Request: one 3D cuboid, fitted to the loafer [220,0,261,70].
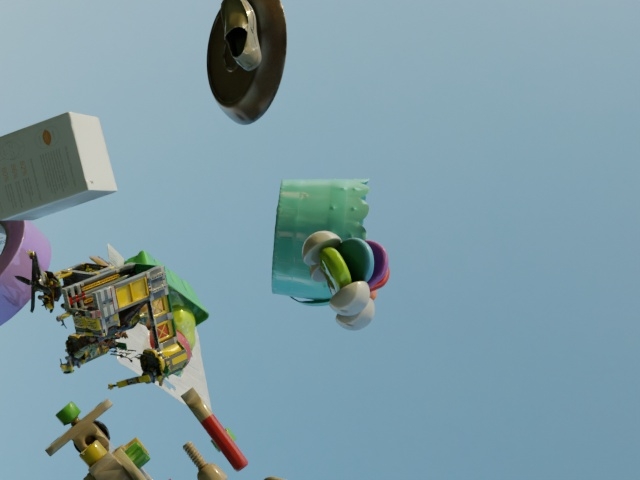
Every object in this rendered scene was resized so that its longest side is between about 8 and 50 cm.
[{"bbox_3d":[-0.142,-0.372,1.859,0.056,0.050,0.148,-26,-107,20],"label":"loafer"}]

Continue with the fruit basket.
[{"bbox_3d":[-0.380,0.213,2.428,0.165,0.327,0.353,-28,-133,20],"label":"fruit basket"}]

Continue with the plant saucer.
[{"bbox_3d":[-0.172,-0.407,2.289,0.311,0.050,0.310,-6,-97,57],"label":"plant saucer"}]

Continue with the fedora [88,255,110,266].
[{"bbox_3d":[-0.524,0.113,2.705,0.079,0.194,0.194,-57,-145,-4],"label":"fedora"}]

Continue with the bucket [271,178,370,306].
[{"bbox_3d":[0.000,0.000,2.174,0.281,0.183,0.281,5,90,-89],"label":"bucket"}]

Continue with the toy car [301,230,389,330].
[{"bbox_3d":[0.059,0.057,1.866,0.136,0.182,0.159,-28,-116,-4],"label":"toy car"}]

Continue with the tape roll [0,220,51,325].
[{"bbox_3d":[-0.677,0.060,2.120,0.275,0.090,0.274,-19,-137,19],"label":"tape roll"}]

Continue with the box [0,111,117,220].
[{"bbox_3d":[-0.429,-0.115,1.678,0.171,0.091,0.130,-16,-94,18],"label":"box"}]

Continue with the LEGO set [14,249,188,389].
[{"bbox_3d":[-0.419,0.158,1.938,0.331,0.192,0.254,14,-66,36],"label":"LEGO set"}]

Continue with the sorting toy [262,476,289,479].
[{"bbox_3d":[-0.064,0.535,1.865,0.041,0.307,0.229,124,-21,-58],"label":"sorting toy"}]

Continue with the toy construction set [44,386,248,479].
[{"bbox_3d":[-0.288,0.319,1.588,0.309,0.237,0.257,-37,176,13],"label":"toy construction set"}]
